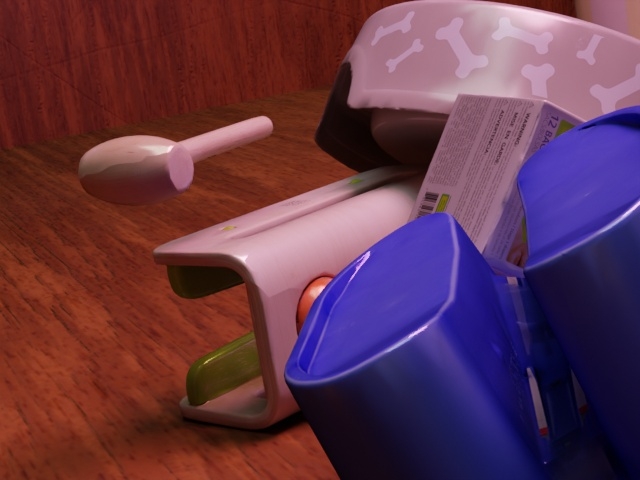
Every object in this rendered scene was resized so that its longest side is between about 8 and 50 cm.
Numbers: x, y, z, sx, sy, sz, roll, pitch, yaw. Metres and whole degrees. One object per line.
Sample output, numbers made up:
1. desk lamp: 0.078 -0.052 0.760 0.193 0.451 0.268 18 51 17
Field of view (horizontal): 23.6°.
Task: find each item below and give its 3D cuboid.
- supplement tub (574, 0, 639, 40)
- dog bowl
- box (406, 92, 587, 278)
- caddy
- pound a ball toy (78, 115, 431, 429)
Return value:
1. supplement tub: 0.365 -0.200 1.474 0.235 0.324 0.235 -9 12 2
2. dog bowl: 0.170 -0.091 1.246 0.349 0.102 0.349 15 -9 2
3. box: 0.176 -0.008 1.026 0.203 0.114 0.103 24 -4 -27
4. caddy: 0.126 0.068 0.788 0.241 0.179 0.341 -29 9 13
5. pound a ball toy: 0.000 0.000 1.100 0.136 0.208 0.319 2 15 41
